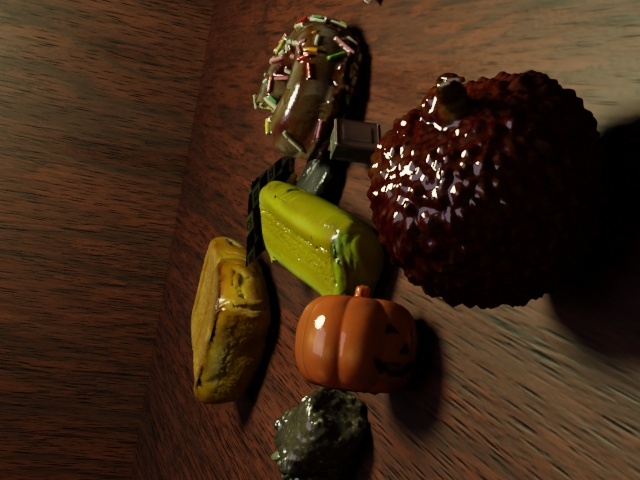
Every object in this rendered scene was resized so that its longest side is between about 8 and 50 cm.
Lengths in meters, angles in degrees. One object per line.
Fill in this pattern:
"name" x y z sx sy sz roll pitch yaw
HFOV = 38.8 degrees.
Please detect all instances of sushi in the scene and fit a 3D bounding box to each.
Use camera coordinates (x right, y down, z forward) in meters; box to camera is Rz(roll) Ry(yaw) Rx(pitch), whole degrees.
"sushi" -0.083 -0.071 1.889 0.279 0.043 0.192 -46 -37 -64

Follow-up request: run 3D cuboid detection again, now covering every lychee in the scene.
"lychee" 0.178 -0.062 0.984 0.264 0.264 0.300 -110 -4 -54

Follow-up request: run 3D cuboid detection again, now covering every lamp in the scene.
"lamp" 0.055 0.147 1.365 0.187 0.188 0.164 168 111 -69

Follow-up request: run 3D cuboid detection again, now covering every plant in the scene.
"plant" -0.009 0.344 1.538 0.129 0.132 0.194 -101 32 -48

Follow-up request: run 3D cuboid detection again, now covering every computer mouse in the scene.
"computer mouse" -0.020 -0.086 1.835 0.122 0.073 0.217 -111 37 -55

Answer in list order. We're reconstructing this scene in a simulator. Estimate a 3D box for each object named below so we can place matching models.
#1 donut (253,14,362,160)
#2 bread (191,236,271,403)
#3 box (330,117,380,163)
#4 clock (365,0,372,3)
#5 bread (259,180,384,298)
"donut" -0.026 -0.324 1.825 0.259 0.136 0.345 -65 21 20
"bread" -0.212 0.181 2.159 0.328 0.148 0.337 -106 29 -57
"box" 0.058 -0.178 1.643 0.063 0.085 0.060 124 148 -61
"clock" 0.027 -0.607 1.636 0.080 0.275 0.290 -104 33 -55
"bread" 0.000 0.000 1.640 0.383 0.112 0.166 -148 50 -60
